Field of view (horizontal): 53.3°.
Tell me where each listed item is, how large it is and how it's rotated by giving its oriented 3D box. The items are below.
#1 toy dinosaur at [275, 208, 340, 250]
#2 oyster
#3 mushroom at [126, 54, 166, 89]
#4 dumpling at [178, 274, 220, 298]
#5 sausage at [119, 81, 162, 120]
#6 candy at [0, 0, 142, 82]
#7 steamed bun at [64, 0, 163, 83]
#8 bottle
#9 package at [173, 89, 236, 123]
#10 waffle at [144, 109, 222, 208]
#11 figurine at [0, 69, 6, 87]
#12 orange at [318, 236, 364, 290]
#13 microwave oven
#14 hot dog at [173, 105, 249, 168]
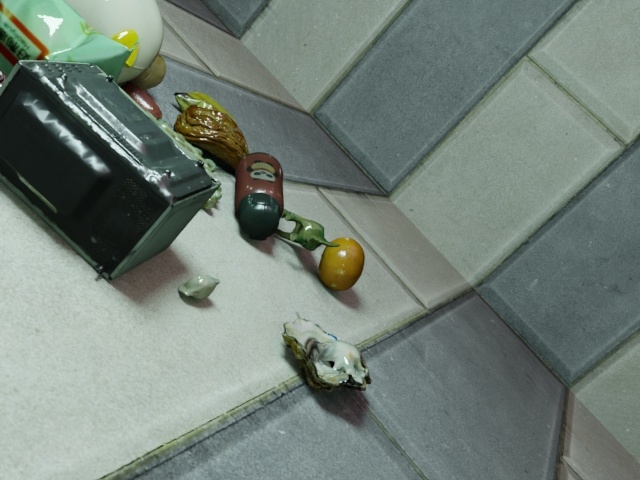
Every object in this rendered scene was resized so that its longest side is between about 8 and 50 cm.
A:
[{"bbox_3d":[0.000,0.000,1.847,0.300,0.087,0.447,26,2,-38],"label":"toy dinosaur"},{"bbox_3d":[0.010,0.256,1.387,0.223,0.083,0.214,42,13,13],"label":"oyster"},{"bbox_3d":[-0.607,-0.603,1.930,0.407,0.137,0.154,48,4,33],"label":"mushroom"},{"bbox_3d":[-0.242,0.086,1.261,0.057,0.076,0.052,32,-25,25],"label":"dumpling"},{"bbox_3d":[-0.493,-0.369,1.733,0.141,0.076,0.076,44,17,-3],"label":"sausage"},{"bbox_3d":[-0.596,-0.429,1.318,0.397,0.263,0.172,39,30,-15],"label":"candy"},{"bbox_3d":[-0.581,-0.571,1.611,0.373,0.334,0.334,32,20,-20],"label":"steamed bun"},{"bbox_3d":[-0.167,-0.119,1.768,0.144,0.144,0.336,36,20,-24],"label":"bottle"},{"bbox_3d":[-0.365,-0.408,2.082,0.226,0.090,0.168,41,20,-1],"label":"package"},{"bbox_3d":[-0.379,-0.211,1.634,0.309,0.056,0.292,34,21,-31],"label":"waffle"},{"bbox_3d":[-0.639,-0.295,1.152,0.174,0.116,0.240,27,23,-44],"label":"figurine"},{"bbox_3d":[0.057,0.065,1.822,0.124,0.156,0.156,16,25,-15],"label":"orange"},{"bbox_3d":[-0.397,-0.147,1.181,0.355,0.218,0.286,44,16,-1],"label":"microwave oven"},{"bbox_3d":[-0.305,-0.313,1.922,0.259,0.114,0.175,25,22,-35],"label":"hot dog"}]
